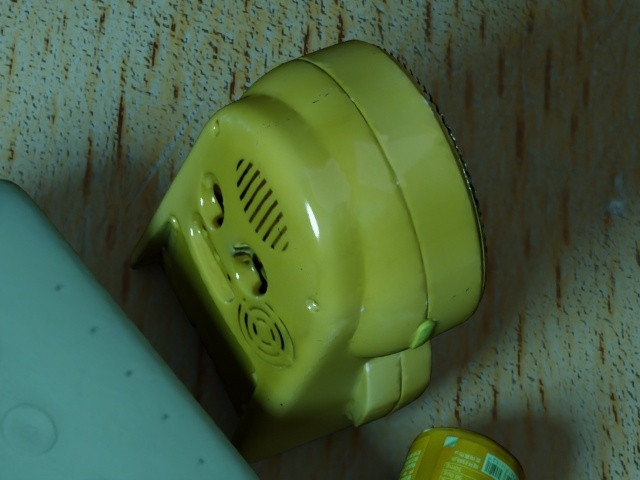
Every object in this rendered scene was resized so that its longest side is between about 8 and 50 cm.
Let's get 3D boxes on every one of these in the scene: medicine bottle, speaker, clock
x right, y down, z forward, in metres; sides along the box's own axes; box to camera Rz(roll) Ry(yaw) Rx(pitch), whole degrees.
[{"bbox_3d":[0.085,0.243,1.462,0.096,0.096,0.192,26,56,-4],"label":"medicine bottle"},{"bbox_3d":[-0.199,0.156,1.362,0.184,0.183,0.406,-31,75,-37],"label":"speaker"},{"bbox_3d":[0.000,0.000,1.443,0.200,0.317,0.244,-24,73,-23],"label":"clock"}]
